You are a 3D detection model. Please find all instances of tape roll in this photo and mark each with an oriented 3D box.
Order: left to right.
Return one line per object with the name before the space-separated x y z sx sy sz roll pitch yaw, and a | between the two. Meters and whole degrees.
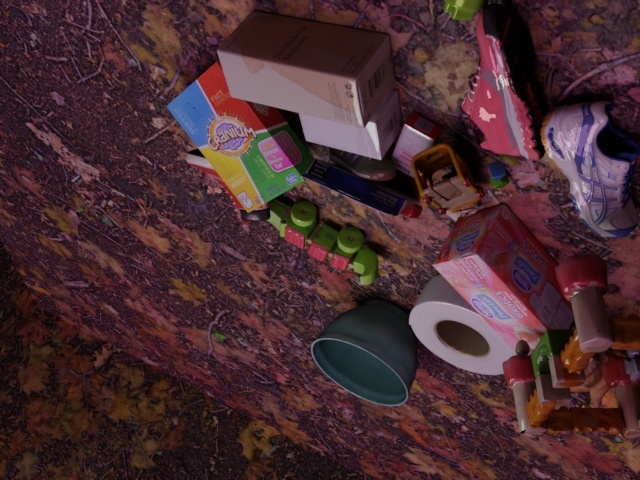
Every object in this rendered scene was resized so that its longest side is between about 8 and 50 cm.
tape roll | 0.366 0.207 2.065 0.286 0.100 0.286 24 149 15

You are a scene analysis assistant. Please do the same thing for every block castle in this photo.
block castle | 0.540 0.190 1.558 0.303 0.213 0.453 2 145 -3

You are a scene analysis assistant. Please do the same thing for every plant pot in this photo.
plant pot | 0.147 0.287 2.293 0.293 0.196 0.293 24 148 16

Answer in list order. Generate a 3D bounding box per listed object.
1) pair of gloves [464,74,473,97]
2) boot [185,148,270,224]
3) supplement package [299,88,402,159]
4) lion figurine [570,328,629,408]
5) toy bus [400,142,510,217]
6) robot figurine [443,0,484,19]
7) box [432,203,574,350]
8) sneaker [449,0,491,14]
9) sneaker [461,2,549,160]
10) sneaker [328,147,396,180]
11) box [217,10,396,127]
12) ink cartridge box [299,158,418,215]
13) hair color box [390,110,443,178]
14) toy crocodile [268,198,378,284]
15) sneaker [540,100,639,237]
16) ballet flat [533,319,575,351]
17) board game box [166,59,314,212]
pair of gloves | 0.300 -0.266 1.530 0.074 0.010 0.083 25 148 15
boot | -0.233 -0.131 2.102 0.244 0.088 0.176 17 121 23
supplement package | 0.060 -0.251 1.688 0.179 0.105 0.105 17 147 25
lion figurine | 0.696 0.296 1.852 0.392 0.142 0.240 3 137 9
toy bus | 0.257 -0.125 1.680 0.202 0.191 0.104 130 128 -59
robot figurine | 0.233 -0.407 1.317 0.101 0.067 0.115 59 143 43
box | 0.405 0.086 1.799 0.300 0.154 0.142 44 148 -19
sneaker | 0.241 -0.388 1.385 0.083 0.035 0.031 -7 131 48
sneaker | 0.295 -0.255 1.432 0.136 0.116 0.314 3 139 32
sneaker | 0.080 -0.192 1.765 0.192 0.064 0.086 29 139 44
box | -0.027 -0.334 1.614 0.311 0.148 0.121 16 145 25
ink cartridge box | 0.088 -0.113 1.800 0.223 0.045 0.224 25 -171 14
hair color box | 0.193 -0.192 1.707 0.072 0.043 0.141 30 149 7
toy crocodile | 0.000 0.000 2.109 0.340 0.105 0.115 29 150 8
sneaker | 0.502 -0.115 1.459 0.131 0.112 0.296 -10 132 44
ballet flat | 0.531 0.200 1.929 0.073 0.080 0.232 55 155 24
board game box | -0.179 -0.237 1.896 0.316 0.064 0.242 53 141 -10
